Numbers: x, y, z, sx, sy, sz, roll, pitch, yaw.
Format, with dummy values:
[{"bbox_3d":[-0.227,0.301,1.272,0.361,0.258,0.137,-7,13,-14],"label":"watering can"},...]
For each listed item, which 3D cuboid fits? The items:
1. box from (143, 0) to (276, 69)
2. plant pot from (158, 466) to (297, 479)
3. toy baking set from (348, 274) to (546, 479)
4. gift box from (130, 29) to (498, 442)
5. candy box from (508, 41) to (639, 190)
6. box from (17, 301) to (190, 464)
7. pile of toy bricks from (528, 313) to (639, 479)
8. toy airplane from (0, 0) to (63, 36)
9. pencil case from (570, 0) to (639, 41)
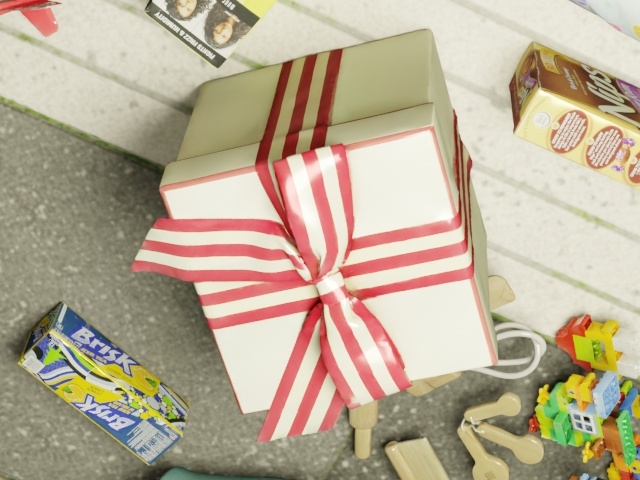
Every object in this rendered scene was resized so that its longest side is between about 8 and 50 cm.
[{"bbox_3d":[-0.044,-0.256,1.349,0.087,0.058,0.232,38,114,-14],"label":"box"},{"bbox_3d":[-0.062,0.348,1.575,0.255,0.271,0.271,19,119,11],"label":"plant pot"},{"bbox_3d":[0.118,0.136,1.542,0.197,0.030,0.256,4,118,17],"label":"toy baking set"},{"bbox_3d":[0.000,0.000,1.371,0.276,0.258,0.255,-17,115,12],"label":"gift box"},{"bbox_3d":[0.255,-0.095,1.385,0.187,0.109,0.053,21,118,-8],"label":"candy box"},{"bbox_3d":[-0.209,0.139,1.572,0.169,0.059,0.054,42,112,-17],"label":"box"},{"bbox_3d":[0.247,0.177,1.547,0.105,0.118,0.212,13,134,34],"label":"pile of toy bricks"},{"bbox_3d":[-0.295,-0.200,1.415,0.151,0.028,0.151,2,120,3],"label":"toy airplane"},{"bbox_3d":[0.310,-0.197,1.274,0.273,0.113,0.124,30,82,14],"label":"pencil case"}]
